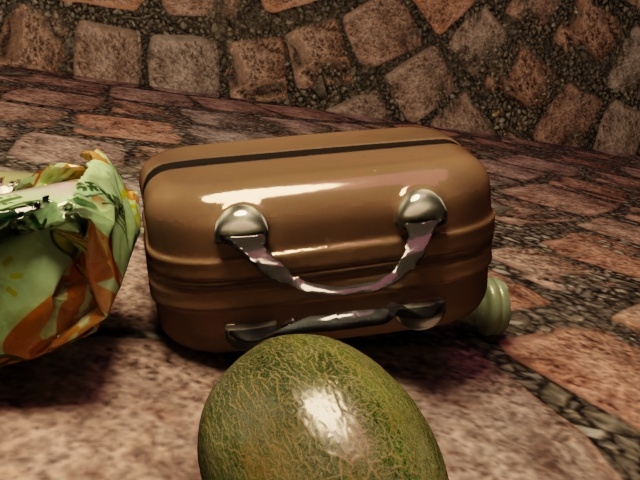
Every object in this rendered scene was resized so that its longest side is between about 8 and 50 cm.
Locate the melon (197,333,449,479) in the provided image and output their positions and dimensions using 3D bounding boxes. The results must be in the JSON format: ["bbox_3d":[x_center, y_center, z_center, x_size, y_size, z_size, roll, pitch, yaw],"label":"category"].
[{"bbox_3d":[-0.002,0.111,0.377,0.114,0.114,0.167,1,19,-28],"label":"melon"}]

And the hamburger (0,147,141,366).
[{"bbox_3d":[-0.245,0.016,0.536,0.235,0.125,0.214,-21,12,-7],"label":"hamburger"}]

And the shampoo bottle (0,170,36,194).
[{"bbox_3d":[-0.328,-0.031,0.729,0.162,0.079,0.079,3,17,-25],"label":"shampoo bottle"}]

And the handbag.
[{"bbox_3d":[0.000,0.000,0.622,0.302,0.149,0.283,-4,21,-8],"label":"handbag"}]

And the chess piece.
[{"bbox_3d":[0.104,0.064,0.712,0.149,0.059,0.059,0,18,-15],"label":"chess piece"}]
